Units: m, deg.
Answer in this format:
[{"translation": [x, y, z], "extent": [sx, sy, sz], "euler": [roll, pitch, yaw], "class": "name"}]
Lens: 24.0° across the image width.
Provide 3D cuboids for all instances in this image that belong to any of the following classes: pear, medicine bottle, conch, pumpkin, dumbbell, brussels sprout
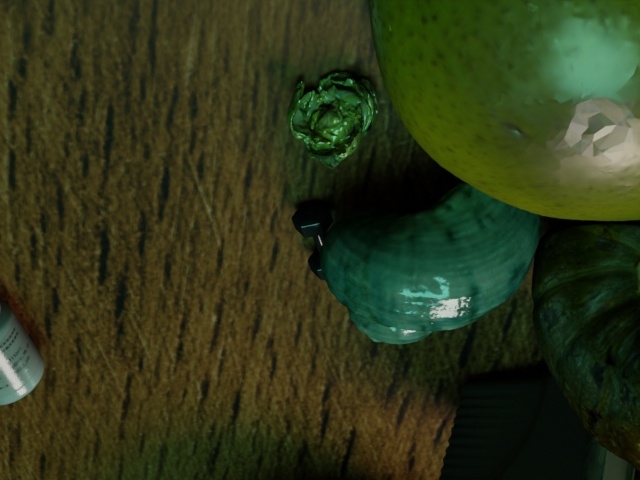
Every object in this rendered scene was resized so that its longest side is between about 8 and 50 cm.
[{"translation": [0.217, -0.139, 1.254], "extent": [0.386, 0.191, 0.340], "euler": [33, 127, -23], "class": "pear"}, {"translation": [-0.350, 0.104, 1.573], "extent": [0.080, 0.080, 0.130], "euler": [-13, 130, 14], "class": "medicine bottle"}, {"translation": [0.094, 0.031, 1.431], "extent": [0.196, 0.134, 0.202], "euler": [14, 160, -20], "class": "conch"}, {"translation": [0.349, 0.110, 1.396], "extent": [0.325, 0.232, 0.242], "euler": [3, 169, 37], "class": "pumpkin"}, {"translation": [0.000, 0.000, 1.492], "extent": [0.036, 0.040, 0.083], "euler": [-31, 131, -12], "class": "dumbbell"}, {"translation": [0.015, -0.115, 1.379], "extent": [0.085, 0.058, 0.085], "euler": [3, 101, 16], "class": "brussels sprout"}]

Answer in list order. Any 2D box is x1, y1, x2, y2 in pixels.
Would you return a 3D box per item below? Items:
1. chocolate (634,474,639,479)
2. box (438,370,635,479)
[{"translation": [0.333, 0.364, 1.663], "extent": [0.303, 0.303, 0.213], "euler": [-17, 117, 17], "class": "chocolate"}, {"translation": [0.224, 0.244, 1.564], "extent": [0.178, 0.274, 0.138], "euler": [-1, 132, 22], "class": "box"}]
